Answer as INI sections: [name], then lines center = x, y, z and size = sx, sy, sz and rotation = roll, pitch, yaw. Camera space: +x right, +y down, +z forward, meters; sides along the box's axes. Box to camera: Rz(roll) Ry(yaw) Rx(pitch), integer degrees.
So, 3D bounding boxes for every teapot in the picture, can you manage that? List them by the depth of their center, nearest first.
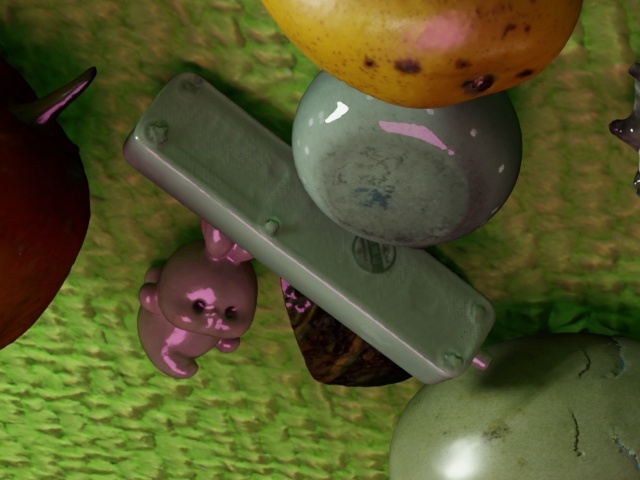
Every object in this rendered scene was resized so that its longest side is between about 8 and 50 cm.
[teapot]
center = 0.074, -0.087, 1.382
size = 0.193, 0.129, 0.294
rotation = 0, 136, 17

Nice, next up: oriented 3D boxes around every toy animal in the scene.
[toy animal]
center = -0.109, 0.046, 1.597
size = 0.124, 0.124, 0.212
rotation = 23, 143, -10

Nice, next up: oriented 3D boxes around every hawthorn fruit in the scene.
[hawthorn fruit]
center = -0.324, -0.044, 1.462
size = 0.284, 0.285, 0.369
rotation = 38, 115, -25

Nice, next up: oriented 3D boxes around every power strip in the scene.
[power strip]
center = 0.000, 0.000, 1.470
size = 0.385, 0.091, 0.062
rotation = 37, 153, -8

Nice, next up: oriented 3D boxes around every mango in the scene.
[mango]
center = 0.048, -0.208, 1.193
size = 0.290, 0.160, 0.191
rotation = 37, 100, 10

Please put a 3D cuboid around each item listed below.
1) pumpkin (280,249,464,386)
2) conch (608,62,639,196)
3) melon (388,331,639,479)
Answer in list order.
[pumpkin]
center = 0.059, 0.063, 1.574
size = 0.163, 0.111, 0.278
rotation = -4, 136, 14
[conch]
center = 0.342, -0.050, 1.314
size = 0.240, 0.186, 0.313
rotation = 21, 168, 36
[melon]
center = 0.234, 0.223, 1.581
size = 0.330, 0.268, 0.268
rotation = -10, 135, 10
